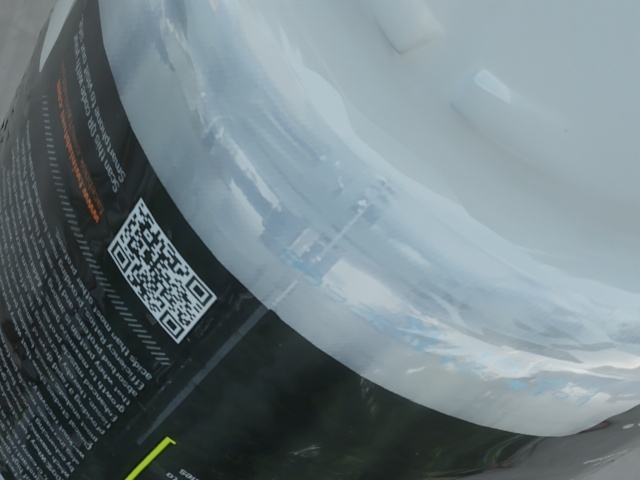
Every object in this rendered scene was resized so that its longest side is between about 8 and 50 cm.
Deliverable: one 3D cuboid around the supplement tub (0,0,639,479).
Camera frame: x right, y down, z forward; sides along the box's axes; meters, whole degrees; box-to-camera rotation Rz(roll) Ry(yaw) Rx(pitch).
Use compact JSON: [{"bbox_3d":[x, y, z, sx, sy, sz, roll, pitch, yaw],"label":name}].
[{"bbox_3d":[0.000,0.000,0.490,0.207,0.207,0.338,28,147,-10],"label":"supplement tub"}]
